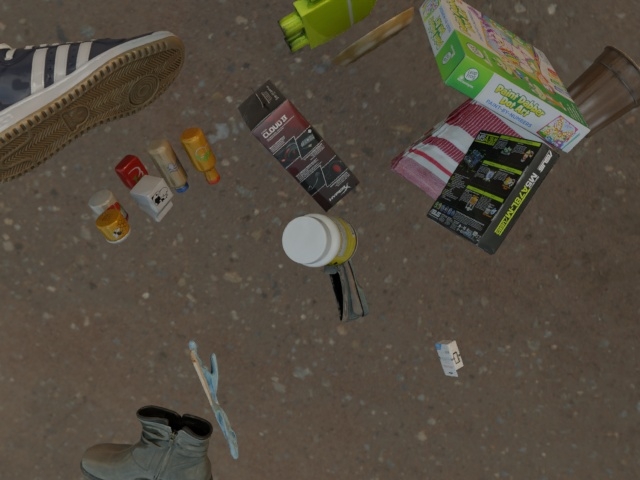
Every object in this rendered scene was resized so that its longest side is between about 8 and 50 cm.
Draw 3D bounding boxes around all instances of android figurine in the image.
[{"bbox_3d":[0.028,-0.560,1.401,0.273,0.248,0.056,-31,79,4],"label":"android figurine"}]

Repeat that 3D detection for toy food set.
[{"bbox_3d":[-0.266,-0.072,0.930,0.111,0.232,0.104,12,144,28],"label":"toy food set"}]

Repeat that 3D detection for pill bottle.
[{"bbox_3d":[0.000,0.000,1.292,0.119,0.208,0.119,0,89,20],"label":"pill bottle"}]

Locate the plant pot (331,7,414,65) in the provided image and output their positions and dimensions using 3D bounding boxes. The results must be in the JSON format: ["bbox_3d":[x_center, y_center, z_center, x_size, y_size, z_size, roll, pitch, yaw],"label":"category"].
[{"bbox_3d":[0.133,-0.495,1.439,0.236,0.236,0.032,-26,103,29],"label":"plant pot"}]

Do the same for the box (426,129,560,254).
[{"bbox_3d":[0.274,-0.086,0.960,0.045,0.190,0.184,32,95,-21],"label":"box"}]

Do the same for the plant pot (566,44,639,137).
[{"bbox_3d":[0.668,-0.343,1.388,0.165,0.167,0.167,-41,100,16],"label":"plant pot"}]

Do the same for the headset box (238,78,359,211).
[{"bbox_3d":[-0.063,-0.233,1.344,0.110,0.218,0.293,-41,119,6],"label":"headset box"}]

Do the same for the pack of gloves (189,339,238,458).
[{"bbox_3d":[-0.202,0.309,1.167,0.046,0.195,0.232,-23,102,-15],"label":"pack of gloves"}]

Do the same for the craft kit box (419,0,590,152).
[{"bbox_3d":[0.284,-0.277,0.923,0.247,0.249,0.061,19,131,-20],"label":"craft kit box"}]

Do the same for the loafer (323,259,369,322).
[{"bbox_3d":[0.050,0.095,1.584,0.084,0.096,0.267,-23,92,-16],"label":"loafer"}]

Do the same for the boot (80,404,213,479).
[{"bbox_3d":[-0.294,0.341,0.986,0.247,0.083,0.161,6,117,9],"label":"boot"}]

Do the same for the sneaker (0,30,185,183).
[{"bbox_3d":[-0.309,-0.198,0.678,0.153,0.282,0.099,44,156,15],"label":"sneaker"}]

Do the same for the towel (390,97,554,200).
[{"bbox_3d":[0.357,-0.201,1.398,0.237,0.037,0.329,31,140,-20],"label":"towel"}]

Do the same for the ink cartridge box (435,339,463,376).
[{"bbox_3d":[0.316,0.286,1.415,0.048,0.028,0.083,-12,97,61],"label":"ink cartridge box"}]
